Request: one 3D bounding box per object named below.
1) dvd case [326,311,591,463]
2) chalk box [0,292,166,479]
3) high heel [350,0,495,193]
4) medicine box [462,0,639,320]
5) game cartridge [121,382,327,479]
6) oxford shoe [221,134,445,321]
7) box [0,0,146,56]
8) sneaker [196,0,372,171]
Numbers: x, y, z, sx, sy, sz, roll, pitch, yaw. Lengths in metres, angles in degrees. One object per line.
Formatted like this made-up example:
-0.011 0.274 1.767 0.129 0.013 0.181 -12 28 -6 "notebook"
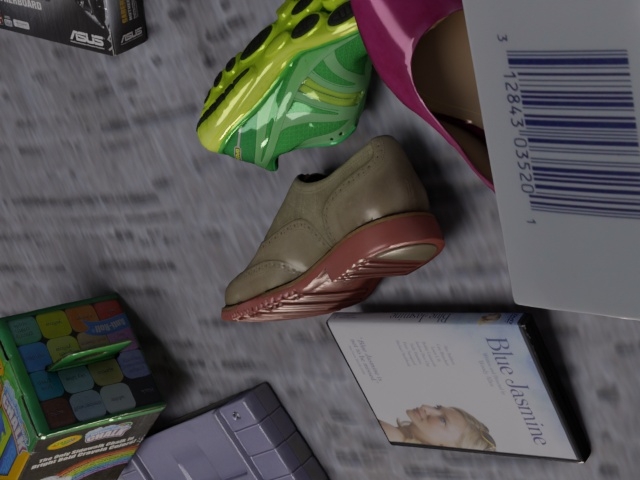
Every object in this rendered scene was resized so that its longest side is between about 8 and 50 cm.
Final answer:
0.138 0.150 1.269 0.253 0.022 0.180 -3 123 42 "dvd case"
-0.330 0.194 1.588 0.179 0.180 0.289 61 140 25 "chalk box"
0.158 -0.103 0.979 0.377 0.127 0.181 47 -177 -9 "high heel"
0.239 -0.127 0.823 0.149 0.289 0.263 7 120 40 "medicine box"
-0.125 0.333 1.619 0.355 0.068 0.230 -29 91 47 "game cartridge"
0.000 0.000 1.277 0.348 0.123 0.130 -29 68 49 "oxford shoe"
-0.302 -0.315 1.358 0.231 0.056 0.183 18 127 32 "box"
0.005 -0.165 1.166 0.123 0.109 0.295 30 135 -28 "sneaker"
